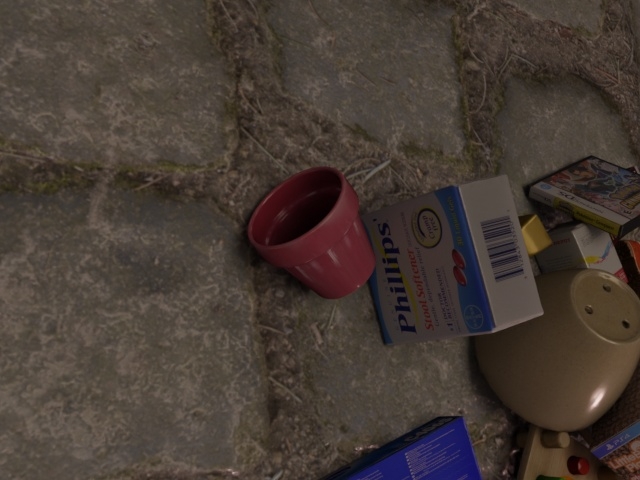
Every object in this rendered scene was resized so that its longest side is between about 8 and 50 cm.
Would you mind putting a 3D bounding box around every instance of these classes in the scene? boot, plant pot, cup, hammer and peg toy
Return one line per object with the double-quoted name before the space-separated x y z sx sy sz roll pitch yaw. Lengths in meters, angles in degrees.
"boot" 0.796 0.073 2.041 0.085 0.059 0.158 -5 81 -40
"plant pot" 0.000 0.000 1.434 0.180 0.201 0.201 53 54 -33
"plant pot" 0.446 -0.001 1.803 0.083 0.081 0.081 -37 101 -23
"cup" 0.515 0.187 1.637 0.331 0.237 0.331 11 53 -16
"hammer and peg toy" 0.528 0.494 1.706 0.266 0.127 0.361 34 62 -21

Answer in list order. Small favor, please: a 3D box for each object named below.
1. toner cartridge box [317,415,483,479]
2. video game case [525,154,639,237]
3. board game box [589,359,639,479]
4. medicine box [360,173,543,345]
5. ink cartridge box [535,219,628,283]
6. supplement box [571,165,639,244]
"toner cartridge box" 0.147 0.461 1.489 0.348 0.075 0.165 -16 88 -36
"video game case" 0.662 -0.111 1.890 0.275 0.248 0.035 -24 130 -36
"board game box" 0.732 0.428 1.716 0.291 0.141 0.232 40 34 -3
"medicine box" 0.231 0.044 1.510 0.149 0.289 0.263 -12 86 -38
"ink cartridge box" 0.593 0.047 1.859 0.127 0.128 0.176 -26 95 -36
"supplement box" 0.727 -0.081 2.017 0.239 0.073 0.130 -29 96 -37
